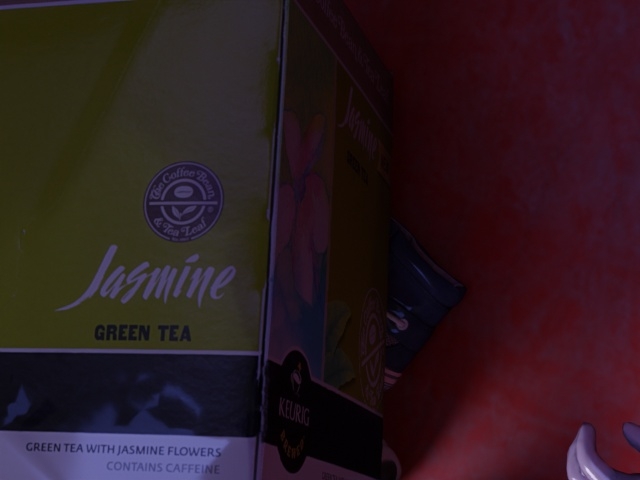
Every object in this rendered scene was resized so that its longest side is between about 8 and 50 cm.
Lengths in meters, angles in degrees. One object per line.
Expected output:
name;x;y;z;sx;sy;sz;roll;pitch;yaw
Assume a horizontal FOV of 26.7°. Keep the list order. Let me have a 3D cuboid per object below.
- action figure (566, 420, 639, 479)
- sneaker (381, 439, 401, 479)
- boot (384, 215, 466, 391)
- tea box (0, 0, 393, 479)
action figure;0.234;0.209;0.520;0.248;0.370;0.276;-5;69;17
sneaker;-0.086;0.152;0.864;0.292;0.110;0.118;-18;75;29
boot;0.000;0.000;0.830;0.190;0.069;0.086;44;101;16
tea box;-0.145;0.029;0.714;0.329;0.220;0.323;0;77;17
